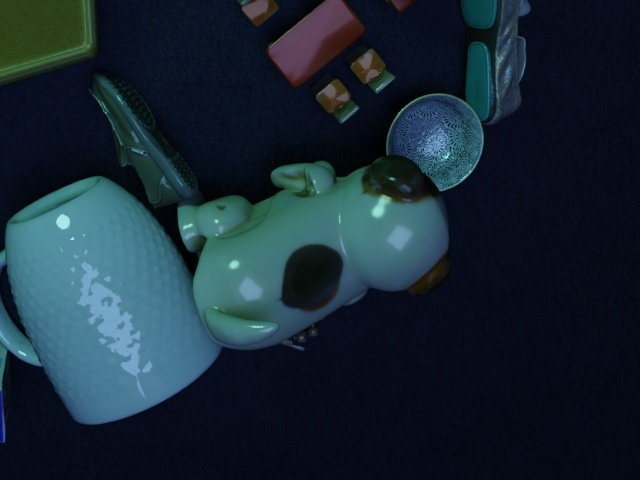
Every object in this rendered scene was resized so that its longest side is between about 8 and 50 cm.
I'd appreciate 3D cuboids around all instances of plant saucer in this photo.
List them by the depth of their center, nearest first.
[{"bbox_3d":[-0.442,-0.355,1.536,0.333,0.081,0.332,-26,136,-35],"label":"plant saucer"}]

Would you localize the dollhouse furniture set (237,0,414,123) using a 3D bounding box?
[{"bbox_3d":[0.034,-0.351,1.731,0.259,0.135,0.262,-40,112,4],"label":"dollhouse furniture set"}]

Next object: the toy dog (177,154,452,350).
[{"bbox_3d":[0.000,0.000,1.725,0.408,0.395,0.284,-18,102,3],"label":"toy dog"}]

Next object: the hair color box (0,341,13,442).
[{"bbox_3d":[-0.680,0.250,1.773,0.339,0.185,0.110,-2,110,-10],"label":"hair color box"}]

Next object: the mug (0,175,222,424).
[{"bbox_3d":[-0.387,0.090,1.755,0.374,0.276,0.328,-15,109,27],"label":"mug"}]

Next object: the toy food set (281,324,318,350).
[{"bbox_3d":[-0.029,0.141,1.957,0.078,0.019,0.122,21,104,-18],"label":"toy food set"}]

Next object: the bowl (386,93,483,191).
[{"bbox_3d":[0.185,-0.173,1.856,0.170,0.080,0.170,-3,110,-10],"label":"bowl"}]

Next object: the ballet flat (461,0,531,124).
[{"bbox_3d":[0.295,-0.352,1.818,0.106,0.107,0.315,-15,119,-28],"label":"ballet flat"}]

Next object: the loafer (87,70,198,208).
[{"bbox_3d":[-0.297,-0.155,1.729,0.087,0.094,0.251,-35,87,15],"label":"loafer"}]
